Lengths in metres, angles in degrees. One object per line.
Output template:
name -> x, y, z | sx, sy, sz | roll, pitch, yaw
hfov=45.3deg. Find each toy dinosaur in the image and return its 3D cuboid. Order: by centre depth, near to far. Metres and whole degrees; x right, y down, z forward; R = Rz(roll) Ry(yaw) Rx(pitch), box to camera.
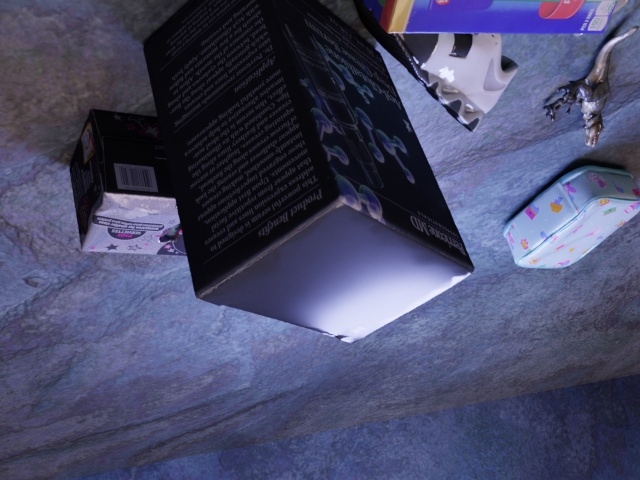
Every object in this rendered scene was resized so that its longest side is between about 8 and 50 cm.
toy dinosaur -> 0.459, -0.256, 1.326 | 0.118, 0.064, 0.268 | -21, 148, -8

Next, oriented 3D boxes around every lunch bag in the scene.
lunch bag -> 0.549, -0.046, 1.668 | 0.224, 0.107, 0.279 | -1, 148, -35

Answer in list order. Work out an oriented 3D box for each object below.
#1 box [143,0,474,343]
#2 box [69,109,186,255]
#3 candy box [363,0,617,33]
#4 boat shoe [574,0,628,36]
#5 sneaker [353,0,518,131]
box -> -0.022, -0.108, 0.974 | 0.212, 0.395, 0.293 | -33, 147, 25
box -> -0.229, -0.075, 1.147 | 0.247, 0.163, 0.142 | 3, 143, -31
candy box -> 0.224, -0.382, 0.875 | 0.317, 0.122, 0.268 | -5, 133, -20
boat shoe -> 0.424, -0.397, 0.991 | 0.302, 0.103, 0.113 | -37, -172, 37
sneaker -> 0.173, -0.291, 1.080 | 0.146, 0.122, 0.330 | -47, 141, 12
